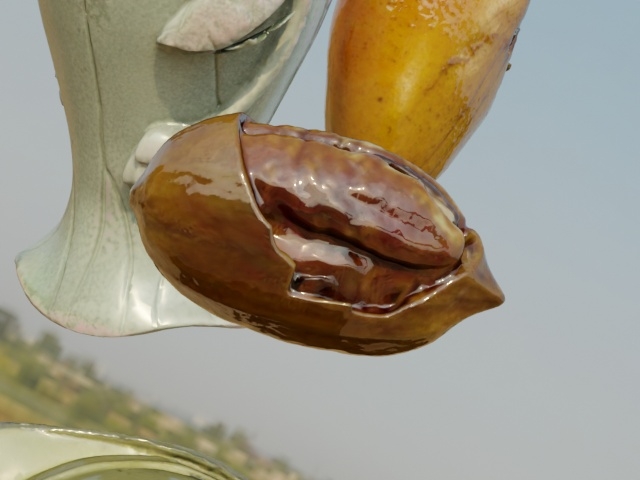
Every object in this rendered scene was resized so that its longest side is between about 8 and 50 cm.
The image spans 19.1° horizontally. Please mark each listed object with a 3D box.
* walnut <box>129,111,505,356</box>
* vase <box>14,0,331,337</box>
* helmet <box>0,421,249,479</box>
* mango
[{"bbox_3d":[0.000,0.000,1.007,0.207,0.115,0.116,20,-7,-2],"label":"walnut"},{"bbox_3d":[-0.098,-0.151,1.307,0.250,0.445,0.250,9,22,-3],"label":"vase"},{"bbox_3d":[-0.097,0.204,0.979,0.258,0.204,0.137,23,-9,-15],"label":"helmet"},{"bbox_3d":[0.095,-0.198,1.800,0.199,0.350,0.201,26,-5,-30],"label":"mango"}]
